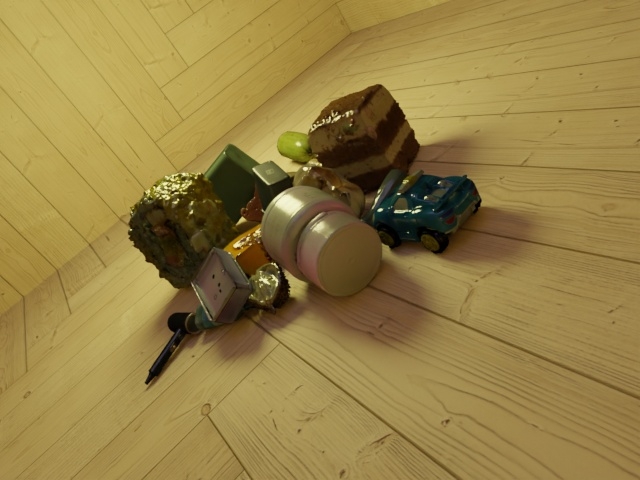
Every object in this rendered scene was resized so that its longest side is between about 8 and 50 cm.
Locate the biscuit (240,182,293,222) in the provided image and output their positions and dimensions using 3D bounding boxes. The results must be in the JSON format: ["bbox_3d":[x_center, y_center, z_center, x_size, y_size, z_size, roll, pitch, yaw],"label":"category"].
[{"bbox_3d":[-0.163,-0.144,1.958,0.280,0.183,0.043,-22,-5,1],"label":"biscuit"}]

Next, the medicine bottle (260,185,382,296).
[{"bbox_3d":[0.000,0.000,1.413,0.241,0.241,0.302,-41,35,-11],"label":"medicine bottle"}]

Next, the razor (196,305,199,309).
[{"bbox_3d":[-0.312,0.174,1.738,0.084,0.036,0.211,13,42,26],"label":"razor"}]

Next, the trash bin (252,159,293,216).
[{"bbox_3d":[-0.145,-0.137,1.817,0.101,0.236,0.177,-25,41,-15],"label":"trash bin"}]

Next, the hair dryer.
[{"bbox_3d":[-0.473,0.329,1.634,0.128,0.070,0.255,-5,44,47],"label":"hair dryer"}]

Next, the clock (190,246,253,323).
[{"bbox_3d":[-0.291,0.132,1.540,0.145,0.073,0.193,-56,45,17],"label":"clock"}]

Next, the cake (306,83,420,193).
[{"bbox_3d":[0.148,-0.339,1.766,0.255,0.290,0.282,-12,31,37],"label":"cake"}]

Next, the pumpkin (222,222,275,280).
[{"bbox_3d":[-0.187,0.042,1.683,0.280,0.139,0.190,-30,24,15],"label":"pumpkin"}]

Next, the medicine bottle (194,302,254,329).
[{"bbox_3d":[-0.282,0.208,1.598,0.208,0.054,0.090,-19,48,18],"label":"medicine bottle"}]

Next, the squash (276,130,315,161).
[{"bbox_3d":[-0.092,-0.417,2.349,0.132,0.132,0.247,-41,27,-11],"label":"squash"}]

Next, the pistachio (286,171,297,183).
[{"bbox_3d":[-0.136,-0.194,2.046,0.225,0.136,0.136,-23,29,20],"label":"pistachio"}]

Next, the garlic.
[{"bbox_3d":[0.025,-0.125,1.674,0.281,0.203,0.184,31,31,22],"label":"garlic"}]

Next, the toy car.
[{"bbox_3d":[0.253,-0.091,1.364,0.198,0.166,0.314,-43,26,-23],"label":"toy car"}]

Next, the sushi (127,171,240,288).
[{"bbox_3d":[-0.477,-0.039,1.884,0.351,0.397,0.240,-8,33,34],"label":"sushi"}]

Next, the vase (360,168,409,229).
[{"bbox_3d":[0.187,-0.110,1.568,0.086,0.086,0.214,5,52,53],"label":"vase"}]

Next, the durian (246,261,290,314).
[{"bbox_3d":[-0.139,0.150,1.505,0.148,0.091,0.188,-40,36,12],"label":"durian"}]

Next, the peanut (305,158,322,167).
[{"bbox_3d":[-0.005,-0.287,2.087,0.080,0.080,0.174,-48,28,-25],"label":"peanut"}]

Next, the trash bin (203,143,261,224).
[{"bbox_3d":[-0.382,-0.186,2.081,0.343,0.223,0.158,-48,19,23],"label":"trash bin"}]
